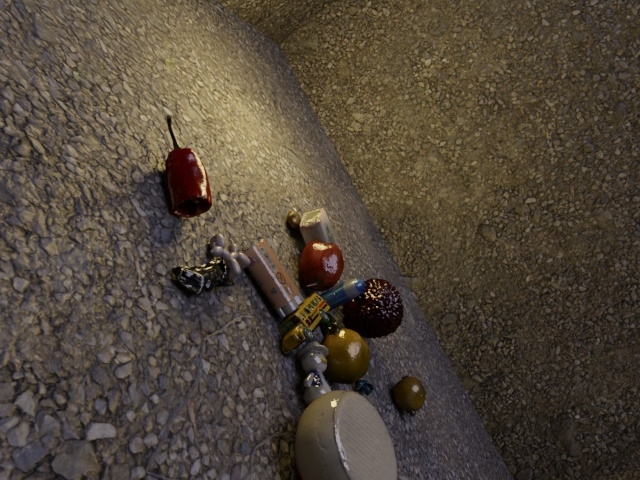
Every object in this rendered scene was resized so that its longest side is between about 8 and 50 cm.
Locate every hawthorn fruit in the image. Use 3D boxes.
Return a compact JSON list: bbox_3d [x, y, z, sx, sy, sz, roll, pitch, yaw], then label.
[{"bbox_3d":[-0.006,0.131,2.139,0.210,0.211,0.262,49,40,-27],"label":"hawthorn fruit"}]

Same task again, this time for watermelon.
[{"bbox_3d":[0.034,0.389,2.083,0.069,0.087,0.163,-17,71,-31],"label":"watermelon"}]

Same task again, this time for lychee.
[{"bbox_3d":[0.254,0.332,2.311,0.330,0.306,0.306,48,23,-37],"label":"lychee"}]

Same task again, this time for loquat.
[{"bbox_3d":[0.085,0.435,1.889,0.213,0.214,0.246,-38,113,-70],"label":"loquat"},{"bbox_3d":[0.439,0.764,2.369,0.172,0.149,0.204,43,37,-48],"label":"loquat"}]

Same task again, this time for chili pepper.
[{"bbox_3d":[-0.463,-0.245,1.635,0.131,0.135,0.338,10,53,-52],"label":"chili pepper"}]

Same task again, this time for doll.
[{"bbox_3d":[-0.324,0.049,1.676,0.160,0.059,0.161,57,21,-6],"label":"doll"},{"bbox_3d":[-0.016,0.484,1.721,0.138,0.119,0.293,32,33,-36],"label":"doll"}]

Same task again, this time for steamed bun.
[{"bbox_3d":[0.059,0.659,1.478,0.374,0.241,0.374,45,30,-35],"label":"steamed bun"}]

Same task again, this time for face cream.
[{"bbox_3d":[0.074,0.238,2.056,0.083,0.264,0.149,62,20,4],"label":"face cream"}]

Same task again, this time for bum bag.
[{"bbox_3d":[-0.354,0.112,1.505,0.248,0.069,0.102,-12,81,-60],"label":"bum bag"}]

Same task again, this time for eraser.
[{"bbox_3d":[-0.183,0.142,1.837,0.290,0.087,0.171,56,22,-2],"label":"eraser"}]

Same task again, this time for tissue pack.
[{"bbox_3d":[0.000,0.001,2.334,0.201,0.124,0.271,-79,152,-65],"label":"tissue pack"}]

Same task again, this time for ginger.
[{"bbox_3d":[-0.121,-0.094,2.350,0.096,0.067,0.165,64,6,26],"label":"ginger"}]

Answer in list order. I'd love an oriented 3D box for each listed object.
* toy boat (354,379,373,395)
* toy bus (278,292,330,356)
[{"bbox_3d":[0.195,0.641,2.086,0.061,0.060,0.137,50,6,33],"label":"toy boat"},{"bbox_3d":[-0.065,0.314,1.842,0.123,0.121,0.335,51,20,2],"label":"toy bus"}]
